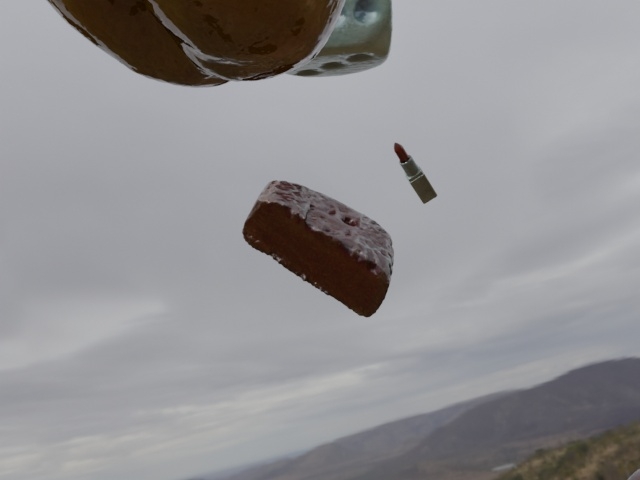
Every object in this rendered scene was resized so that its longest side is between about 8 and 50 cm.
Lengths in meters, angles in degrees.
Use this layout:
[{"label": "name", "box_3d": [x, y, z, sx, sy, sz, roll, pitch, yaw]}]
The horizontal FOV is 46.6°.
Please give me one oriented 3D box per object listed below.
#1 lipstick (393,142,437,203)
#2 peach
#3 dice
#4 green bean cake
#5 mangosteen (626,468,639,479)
[{"label": "lipstick", "box_3d": [0.156, -0.119, 1.271, 0.030, 0.030, 0.129, -33, -55, 9]}, {"label": "peach", "box_3d": [-0.101, -0.201, 0.469, 0.251, 0.153, 0.251, 22, -11, 5]}, {"label": "dice", "box_3d": [0.017, -0.531, 1.710, 0.268, 0.264, 0.262, -4, 0, -5]}, {"label": "green bean cake", "box_3d": [0.000, 0.000, 1.126, 0.097, 0.233, 0.198, -63, 1, 22]}, {"label": "mangosteen", "box_3d": [0.345, 0.283, 0.725, 0.140, 0.140, 0.140, -14, -15, -4]}]
